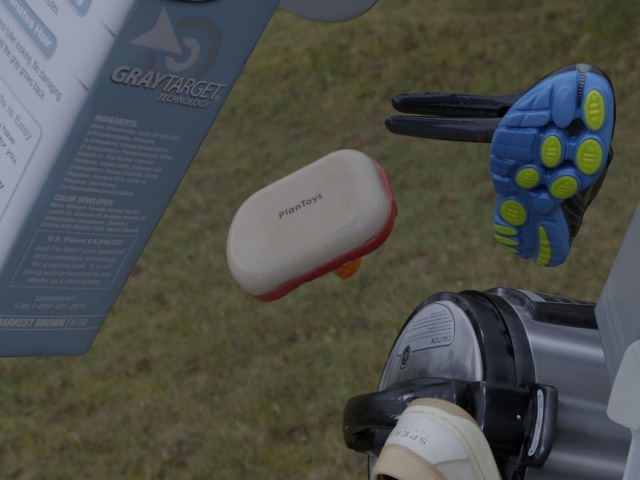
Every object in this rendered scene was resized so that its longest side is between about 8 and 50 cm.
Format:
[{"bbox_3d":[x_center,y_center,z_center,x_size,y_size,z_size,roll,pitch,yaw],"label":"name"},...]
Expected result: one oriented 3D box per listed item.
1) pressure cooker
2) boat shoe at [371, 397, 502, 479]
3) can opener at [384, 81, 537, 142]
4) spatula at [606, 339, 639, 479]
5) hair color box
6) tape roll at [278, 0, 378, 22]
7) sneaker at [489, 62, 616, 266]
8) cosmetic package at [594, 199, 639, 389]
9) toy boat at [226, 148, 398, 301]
[{"bbox_3d":[0.244,0.256,1.606,0.420,0.370,0.375,13,32,-18],"label":"pressure cooker"},{"bbox_3d":[0.071,0.161,0.617,0.063,0.170,0.059,-9,24,48],"label":"boat shoe"},{"bbox_3d":[0.146,-0.104,1.082,0.186,0.073,0.059,2,47,15],"label":"can opener"},{"bbox_3d":[0.306,0.173,1.004,0.168,0.242,0.019,-4,34,-10],"label":"spatula"},{"bbox_3d":[-0.162,-0.122,0.825,0.113,0.374,0.185,4,35,-47],"label":"hair color box"},{"bbox_3d":[-0.012,-0.299,1.073,0.219,0.219,0.072,13,49,40],"label":"tape roll"},{"bbox_3d":[0.144,-0.053,0.767,0.067,0.188,0.078,20,66,13],"label":"sneaker"},{"bbox_3d":[0.366,0.042,1.274,0.107,0.238,0.127,7,46,-7],"label":"cosmetic package"},{"bbox_3d":[0.000,0.000,1.563,0.231,0.151,0.151,-26,48,14],"label":"toy boat"}]
